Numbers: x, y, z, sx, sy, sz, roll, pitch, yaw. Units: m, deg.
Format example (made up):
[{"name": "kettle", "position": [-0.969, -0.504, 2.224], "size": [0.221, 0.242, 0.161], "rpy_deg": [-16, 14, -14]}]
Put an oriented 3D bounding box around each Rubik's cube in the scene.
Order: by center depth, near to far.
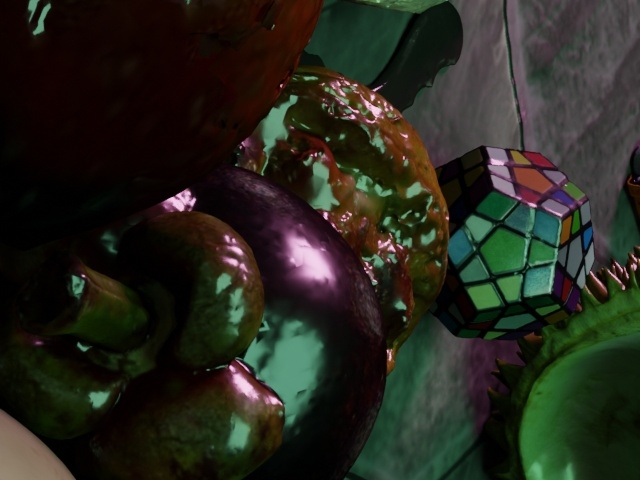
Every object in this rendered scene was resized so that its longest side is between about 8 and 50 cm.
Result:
[{"name": "Rubik's cube", "position": [0.116, 0.003, 1.245], "size": [0.112, 0.133, 0.133], "rpy_deg": [-29, 119, -23]}]

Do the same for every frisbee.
[{"name": "frisbee", "position": [0.037, -0.061, 1.225], "size": [0.211, 0.012, 0.187], "rpy_deg": [-25, 115, -48]}]

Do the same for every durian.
[{"name": "durian", "position": [0.240, 0.164, 1.364], "size": [0.163, 0.198, 0.394], "rpy_deg": [-31, 120, -46]}]

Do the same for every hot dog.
[{"name": "hot dog", "position": [-0.001, -0.002, 1.122], "size": [0.227, 0.099, 0.160], "rpy_deg": [50, 57, -39]}]

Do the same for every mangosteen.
[{"name": "mangosteen", "position": [-0.078, 0.052, 0.920], "size": [0.250, 0.211, 0.211], "rpy_deg": [54, 51, -70]}]

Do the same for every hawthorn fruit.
[{"name": "hawthorn fruit", "position": [-0.129, -0.141, 0.802], "size": [0.316, 0.316, 0.316], "rpy_deg": [-10, 103, -50]}]

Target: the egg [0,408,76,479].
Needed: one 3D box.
[{"name": "egg", "position": [-0.206, 0.154, 0.788], "size": [0.269, 0.219, 0.219], "rpy_deg": [31, 71, -45]}]

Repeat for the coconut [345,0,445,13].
[{"name": "coconut", "position": [0.030, -0.218, 1.065], "size": [0.194, 0.194, 0.194], "rpy_deg": [-10, 103, -50]}]

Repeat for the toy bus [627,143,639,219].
[{"name": "toy bus", "position": [0.328, -0.075, 1.530], "size": [0.194, 0.083, 0.088], "rpy_deg": [-47, 132, -34]}]
